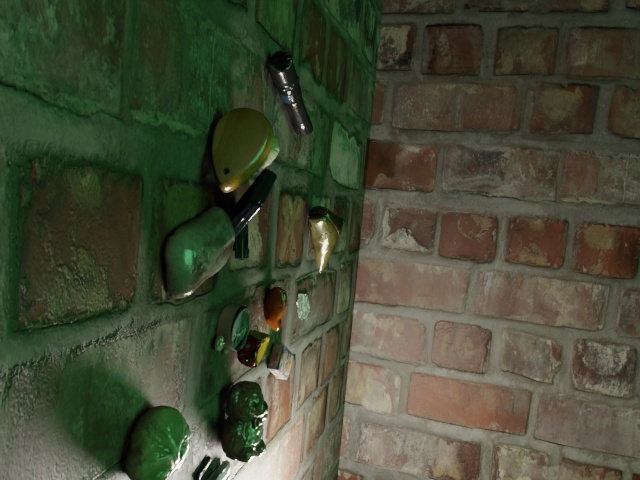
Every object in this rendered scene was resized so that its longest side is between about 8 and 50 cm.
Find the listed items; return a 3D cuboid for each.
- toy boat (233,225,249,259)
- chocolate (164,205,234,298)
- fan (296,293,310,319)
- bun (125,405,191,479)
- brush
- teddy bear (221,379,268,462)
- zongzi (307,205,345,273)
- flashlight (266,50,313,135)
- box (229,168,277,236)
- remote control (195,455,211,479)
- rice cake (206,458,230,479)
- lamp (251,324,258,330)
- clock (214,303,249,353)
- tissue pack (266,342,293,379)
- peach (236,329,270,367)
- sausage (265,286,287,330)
[{"bbox_3d":[-0.263,-0.007,1.775,0.055,0.060,0.141,22,68,-74],"label":"toy boat"},{"bbox_3d":[-0.325,0.030,1.507,0.303,0.100,0.185,-48,145,-59],"label":"chocolate"},{"bbox_3d":[-0.085,0.319,2.621,0.240,0.009,0.131,63,37,-63],"label":"fan"},{"bbox_3d":[-0.404,0.526,1.368,0.195,0.118,0.195,10,90,-74],"label":"bun"},{"bbox_3d":[-0.235,-0.248,1.599,0.166,0.174,0.266,80,28,-71],"label":"brush"},{"bbox_3d":[-0.258,0.625,1.868,0.236,0.151,0.267,18,83,-68],"label":"teddy bear"},{"bbox_3d":[0.000,0.000,2.578,0.274,0.145,0.300,28,75,-69],"label":"zongzi"},{"bbox_3d":[-0.103,-0.544,2.056,0.424,0.103,0.103,63,36,-63],"label":"flashlight"},{"bbox_3d":[-0.222,-0.109,1.657,0.230,0.050,0.160,-41,-158,46],"label":"box"},{"bbox_3d":[-0.376,0.736,1.733,0.091,0.016,0.034,-52,140,-63],"label":"remote control"},{"bbox_3d":[-0.358,0.823,1.785,0.226,0.040,0.085,-26,121,-72],"label":"rice cake"},{"bbox_3d":[-0.241,0.378,2.049,0.121,0.041,0.054,83,12,-47],"label":"lamp"},{"bbox_3d":[-0.286,0.292,1.796,0.229,0.063,0.155,-54,146,-58],"label":"clock"},{"bbox_3d":[-0.170,0.518,2.292,0.155,0.065,0.115,70,30,-59],"label":"tissue pack"},{"bbox_3d":[-0.244,0.373,1.919,0.172,0.092,0.127,-65,168,-65],"label":"peach"},{"bbox_3d":[-0.180,0.270,2.147,0.089,0.089,0.179,-21,120,-73],"label":"sausage"}]
